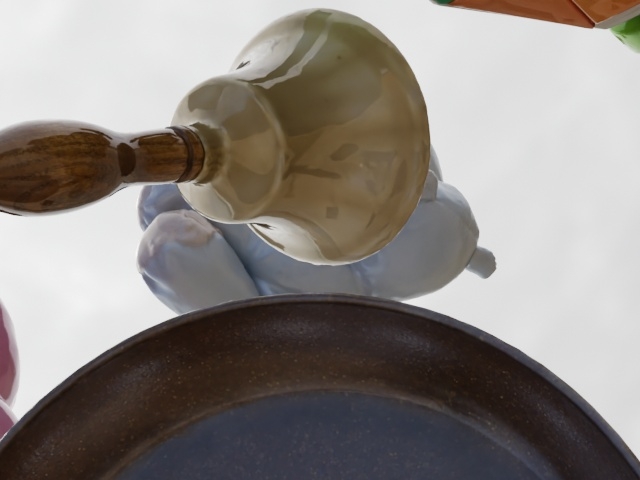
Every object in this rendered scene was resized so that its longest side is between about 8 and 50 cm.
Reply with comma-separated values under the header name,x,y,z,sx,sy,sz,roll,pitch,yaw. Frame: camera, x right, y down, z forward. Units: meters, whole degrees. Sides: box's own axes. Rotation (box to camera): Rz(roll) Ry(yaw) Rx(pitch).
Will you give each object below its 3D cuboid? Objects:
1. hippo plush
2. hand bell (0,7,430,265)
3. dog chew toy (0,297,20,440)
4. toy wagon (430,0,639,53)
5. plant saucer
name,x,y,z,sx,sy,sz,roll,pitch,yaw
hippo plush,0.000,0.000,1.462,0.236,0.294,0.234,-35,-46,18
hand bell,-0.067,-0.036,0.759,0.242,0.126,0.126,-12,-46,-55
dog chew toy,-0.298,0.156,1.257,0.206,0.332,0.207,-16,-37,-13
toy wagon,0.089,-0.179,0.729,0.344,0.068,0.267,-25,-51,36
plant saucer,-0.008,0.174,0.652,0.310,0.310,0.050,-49,-22,-6
